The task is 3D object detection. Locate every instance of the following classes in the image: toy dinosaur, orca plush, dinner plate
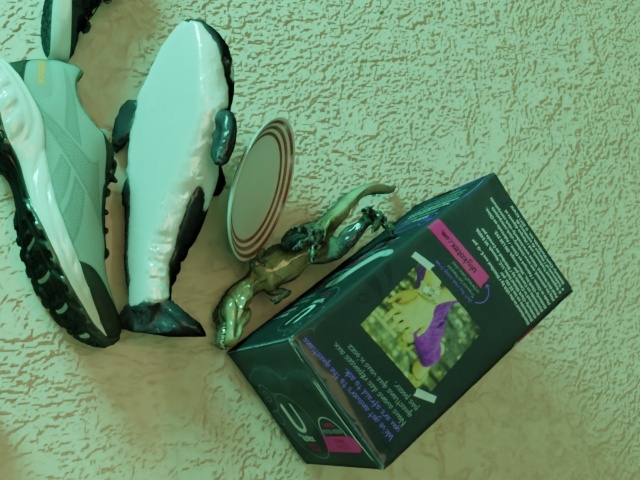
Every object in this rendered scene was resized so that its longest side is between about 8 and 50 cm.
[{"bbox_3d":[0.000,0.000,0.902,0.268,0.118,0.064,-38,97,-26],"label":"toy dinosaur"},{"bbox_3d":[-0.111,-0.052,0.877,0.102,0.151,0.287,16,66,-53],"label":"orca plush"},{"bbox_3d":[-0.059,-0.050,0.891,0.017,0.141,0.141,17,68,18],"label":"dinner plate"}]

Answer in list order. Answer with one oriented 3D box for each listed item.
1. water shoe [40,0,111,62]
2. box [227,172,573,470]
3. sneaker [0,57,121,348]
[{"bbox_3d":[-0.211,-0.258,0.891,0.080,0.073,0.203,13,74,-23],"label":"water shoe"},{"bbox_3d":[0.076,0.077,0.892,0.270,0.165,0.143,-37,95,-26],"label":"box"},{"bbox_3d":[-0.218,-0.039,0.827,0.108,0.100,0.272,-15,85,-31],"label":"sneaker"}]
